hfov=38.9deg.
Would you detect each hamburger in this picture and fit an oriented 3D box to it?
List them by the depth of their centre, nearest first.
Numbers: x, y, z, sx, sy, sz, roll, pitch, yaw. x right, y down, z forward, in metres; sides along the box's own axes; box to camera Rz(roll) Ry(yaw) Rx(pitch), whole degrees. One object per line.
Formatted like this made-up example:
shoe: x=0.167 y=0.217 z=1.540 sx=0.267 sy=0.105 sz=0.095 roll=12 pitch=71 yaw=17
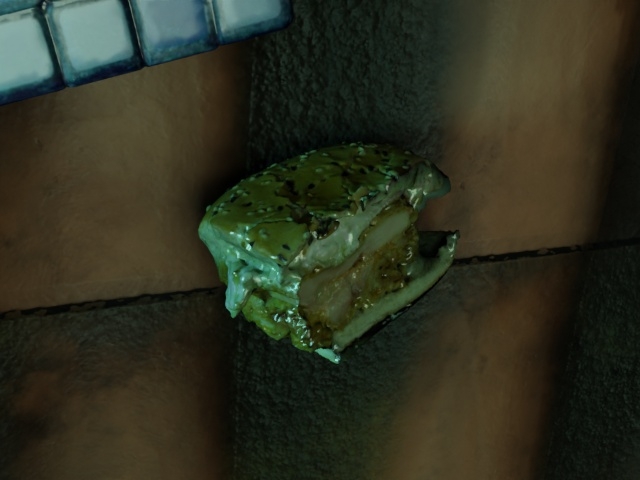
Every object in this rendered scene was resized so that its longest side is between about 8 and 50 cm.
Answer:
hamburger: x=0.000 y=0.000 z=0.964 sx=0.288 sy=0.192 sz=0.168 roll=-35 pitch=133 yaw=-36

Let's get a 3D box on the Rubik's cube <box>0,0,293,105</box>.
Rubik's cube: x=-0.216 y=-0.282 z=0.657 sx=0.286 sy=0.293 sz=0.292 roll=-18 pitch=118 yaw=-16
